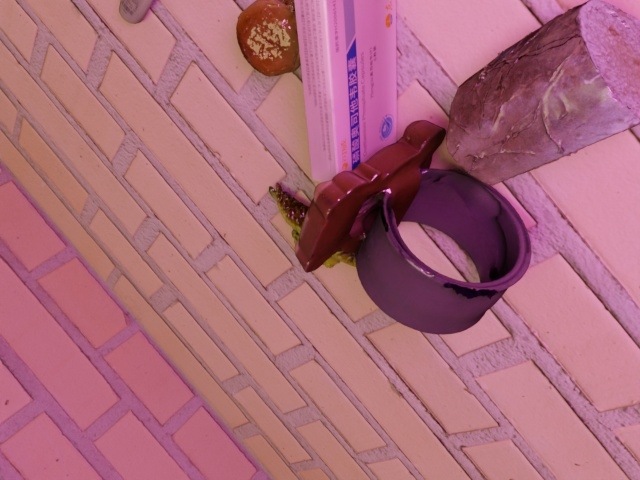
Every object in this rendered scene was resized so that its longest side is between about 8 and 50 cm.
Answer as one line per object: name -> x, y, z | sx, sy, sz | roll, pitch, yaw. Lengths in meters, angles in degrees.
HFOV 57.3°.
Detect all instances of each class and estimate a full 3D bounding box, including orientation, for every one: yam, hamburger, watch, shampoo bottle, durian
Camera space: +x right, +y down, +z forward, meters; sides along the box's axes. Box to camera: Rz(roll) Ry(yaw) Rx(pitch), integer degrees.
yam -> 0.329, -0.204, 0.855 | 0.271, 0.203, 0.201 | -36, 79, 51
hamburger -> -0.077, -0.402, 1.102 | 0.159, 0.131, 0.184 | 21, 129, 24
watch -> 0.178, 0.011, 1.045 | 0.327, 0.335, 0.314 | 45, 141, 20
shampoo bottle -> -0.400, -0.571, 1.322 | 0.212, 0.049, 0.072 | -25, 100, 50
durian -> 0.005, -0.006, 1.365 | 0.375, 0.107, 0.132 | 39, 145, 18

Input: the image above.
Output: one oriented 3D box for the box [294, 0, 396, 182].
box -> 0.055, -0.286, 1.022 | 0.065, 0.200, 0.343 | 21, 133, 33
